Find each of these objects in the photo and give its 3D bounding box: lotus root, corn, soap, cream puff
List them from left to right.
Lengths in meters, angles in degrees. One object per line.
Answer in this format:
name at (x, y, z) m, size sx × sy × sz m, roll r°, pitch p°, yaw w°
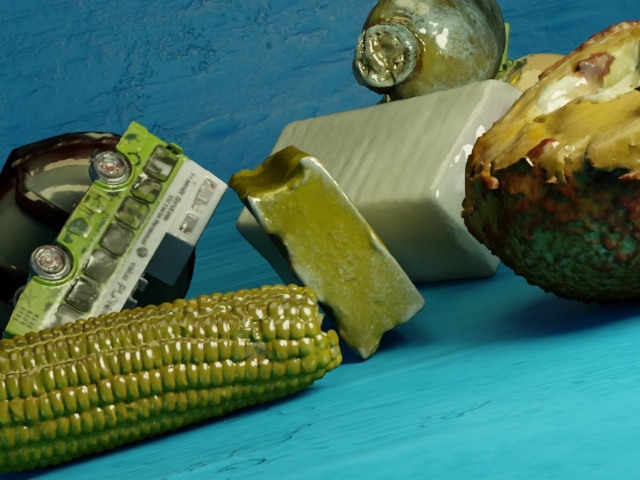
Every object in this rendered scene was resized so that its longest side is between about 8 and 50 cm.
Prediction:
corn at (-0.161, 0.118, 1.324) m, size 0.363 × 0.120 × 0.120 m, roll -11°, pitch 6°, yaw -9°
soap at (0.000, 0.000, 1.557) m, size 0.091 × 0.199 × 0.315 m, roll -35°, pitch 7°, yaw -1°
lotus root at (0.155, -0.253, 1.930) m, size 0.175 × 0.175 × 0.349 m, roll -11°, pitch 12°, yaw 23°
cream puff at (0.297, -0.065, 1.392) m, size 0.350 × 0.228 × 0.350 m, roll -33°, pitch 18°, yaw 12°

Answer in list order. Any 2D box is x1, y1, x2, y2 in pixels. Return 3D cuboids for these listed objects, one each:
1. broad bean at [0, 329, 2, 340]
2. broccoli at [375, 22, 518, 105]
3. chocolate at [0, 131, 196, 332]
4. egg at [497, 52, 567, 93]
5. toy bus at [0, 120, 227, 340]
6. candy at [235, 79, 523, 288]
broad bean at (-0.429, 0.110, 1.850) m, size 0.056 × 0.098 × 0.318 m, roll -54°, pitch 4°, yaw -17°
broccoli at (0.217, -0.154, 2.168) m, size 0.277 × 0.317 × 0.338 m, roll 11°, pitch 34°, yaw -3°
chocolate at (-0.284, 0.020, 1.761) m, size 0.284 × 0.283 × 0.186 m, roll -13°, pitch 12°, yaw 9°
egg at (0.312, -0.123, 1.911) m, size 0.244 × 0.201 × 0.201 m, roll 21°, pitch -1°, yaw -13°
toy bus at (-0.219, 0.025, 1.568) m, size 0.301 × 0.139 × 0.113 m, roll -63°, pitch 4°, yaw -37°
candy at (0.086, -0.062, 1.813) m, size 0.359 × 0.145 × 0.208 m, roll -7°, pitch 45°, yaw 44°
